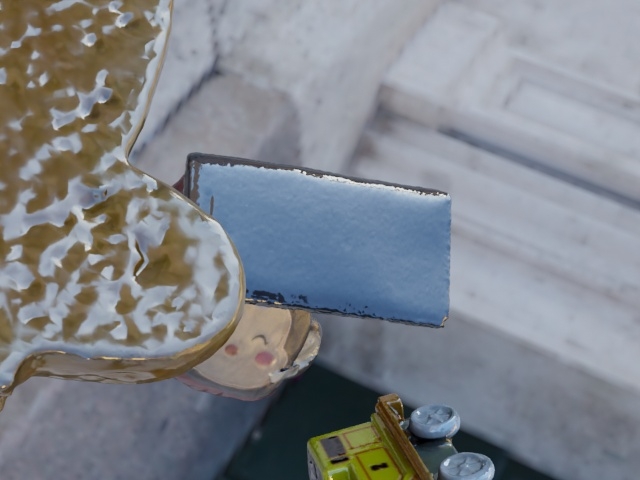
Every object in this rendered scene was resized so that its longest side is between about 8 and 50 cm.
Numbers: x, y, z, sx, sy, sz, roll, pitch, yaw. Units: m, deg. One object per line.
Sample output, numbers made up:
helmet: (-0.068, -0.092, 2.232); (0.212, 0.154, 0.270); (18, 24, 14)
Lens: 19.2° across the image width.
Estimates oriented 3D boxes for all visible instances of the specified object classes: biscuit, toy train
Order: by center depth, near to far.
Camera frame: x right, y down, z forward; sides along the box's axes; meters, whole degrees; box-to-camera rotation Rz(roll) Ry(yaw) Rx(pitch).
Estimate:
biscuit: (-0.218, -0.100, 0.987); (0.076, 0.368, 0.394); (127, -31, -57)
toy train: (0.066, 0.200, 1.492); (0.219, 0.127, 0.089); (-124, -157, -63)

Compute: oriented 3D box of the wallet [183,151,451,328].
wallet: (0.000, 0.000, 1.573); (0.025, 0.244, 0.124); (152, -57, -62)

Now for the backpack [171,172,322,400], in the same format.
backpack: (-0.089, 0.029, 1.731); (0.229, 0.139, 0.229); (-15, 116, -32)
